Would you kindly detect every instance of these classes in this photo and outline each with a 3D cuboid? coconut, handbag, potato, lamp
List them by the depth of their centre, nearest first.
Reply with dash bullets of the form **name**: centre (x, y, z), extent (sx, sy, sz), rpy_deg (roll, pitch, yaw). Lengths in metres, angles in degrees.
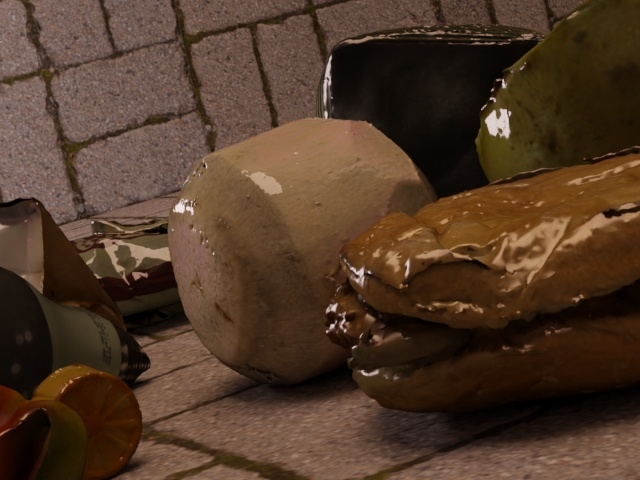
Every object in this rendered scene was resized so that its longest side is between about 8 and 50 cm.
- **coconut**: centre (0.000, 0.000, 1.239), extent (0.234, 0.224, 0.224), rpy_deg (-19, 9, -21)
- **lamp**: centre (-0.253, 0.099, 1.245), extent (0.314, 0.182, 0.182), rpy_deg (5, -6, -38)
- **potato**: centre (0.314, -0.086, 1.475), extent (0.280, 0.213, 0.330), rpy_deg (-37, -22, 17)
- **handbag**: centre (-0.222, 0.035, 1.690), extent (0.235, 0.127, 0.213), rpy_deg (-14, 6, -14)
- **handbag**: centre (0.164, -0.160, 1.951), extent (0.340, 0.247, 0.240), rpy_deg (-2, 11, 4)

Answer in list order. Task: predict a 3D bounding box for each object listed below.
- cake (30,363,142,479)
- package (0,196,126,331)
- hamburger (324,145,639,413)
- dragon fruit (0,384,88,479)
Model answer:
- **cake**: centre (-0.169, 0.131, 1.076), extent (0.084, 0.084, 0.044), rpy_deg (-20, 12, -38)
- **package**: centre (-0.379, 0.110, 1.480), extent (0.311, 0.221, 0.165), rpy_deg (-10, 48, 15)
- **hamburger**: centre (0.148, 0.031, 1.018), extent (0.283, 0.144, 0.259), rpy_deg (-8, 13, 12)
- **dragon fruit**: centre (-0.234, 0.137, 0.680), extent (0.224, 0.227, 0.224), rpy_deg (15, -15, 4)
